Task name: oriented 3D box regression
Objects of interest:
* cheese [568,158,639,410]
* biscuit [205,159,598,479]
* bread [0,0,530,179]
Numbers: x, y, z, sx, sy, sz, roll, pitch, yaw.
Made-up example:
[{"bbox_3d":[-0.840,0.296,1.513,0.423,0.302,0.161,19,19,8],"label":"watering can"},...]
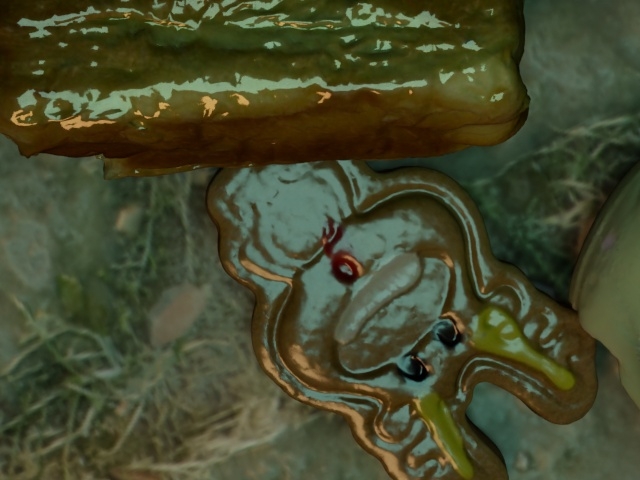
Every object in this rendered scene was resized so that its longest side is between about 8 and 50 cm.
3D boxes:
[{"bbox_3d":[0.299,0.043,1.184,0.233,0.127,0.266,-35,102,2],"label":"cheese"},{"bbox_3d":[0.046,0.047,1.207,0.295,0.044,0.186,40,92,-11],"label":"biscuit"},{"bbox_3d":[-0.037,-0.138,1.118,0.344,0.149,0.195,-1,79,-3],"label":"bread"}]
